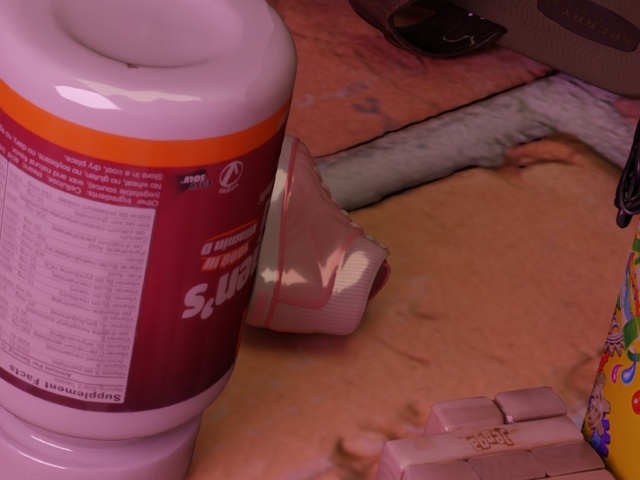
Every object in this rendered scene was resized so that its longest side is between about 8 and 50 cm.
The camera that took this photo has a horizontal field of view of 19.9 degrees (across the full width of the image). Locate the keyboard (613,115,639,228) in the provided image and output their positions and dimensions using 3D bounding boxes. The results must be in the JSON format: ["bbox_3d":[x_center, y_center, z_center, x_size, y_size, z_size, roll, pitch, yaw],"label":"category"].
[{"bbox_3d":[0.244,-0.053,0.906,0.201,0.317,0.033,16,-6,2],"label":"keyboard"}]

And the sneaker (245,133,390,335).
[{"bbox_3d":[0.000,0.000,0.932,0.070,0.051,0.134,11,39,-6],"label":"sneaker"}]

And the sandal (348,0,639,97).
[{"bbox_3d":[0.085,-0.160,1.128,0.302,0.120,0.086,21,50,10],"label":"sandal"}]

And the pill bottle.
[{"bbox_3d":[-0.086,0.004,0.750,0.121,0.221,0.121,8,36,-6],"label":"pill bottle"}]

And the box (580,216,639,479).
[{"bbox_3d":[0.280,0.059,0.731,0.289,0.279,0.177,-5,33,-23],"label":"box"}]

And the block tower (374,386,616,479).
[{"bbox_3d":[0.114,0.200,0.660,0.091,0.097,0.335,-6,38,-24],"label":"block tower"}]
